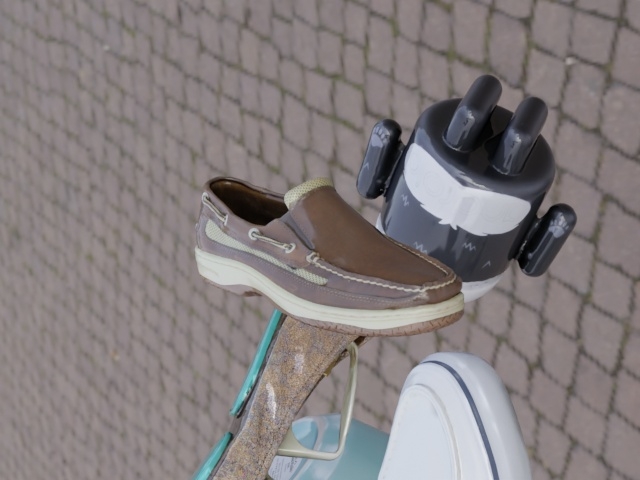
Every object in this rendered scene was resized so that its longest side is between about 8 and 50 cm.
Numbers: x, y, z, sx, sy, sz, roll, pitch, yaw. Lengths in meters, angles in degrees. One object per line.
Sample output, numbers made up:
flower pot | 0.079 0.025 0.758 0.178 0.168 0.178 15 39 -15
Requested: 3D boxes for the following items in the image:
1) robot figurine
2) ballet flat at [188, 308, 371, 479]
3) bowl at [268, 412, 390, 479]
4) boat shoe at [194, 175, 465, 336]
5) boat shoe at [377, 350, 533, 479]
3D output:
robot figurine | 0.166 -0.053 1.496 0.209 0.174 0.278 56 142 35
ballet flat | -0.041 0.174 1.060 0.106 0.316 0.107 28 160 -2
bowl | -0.009 0.322 1.501 0.163 0.311 0.311 46 151 -14
boat shoe | -0.006 0.002 0.963 0.257 0.095 0.095 12 113 40
boat shoe | 0.045 0.164 0.582 0.083 0.076 0.226 -5 86 56
